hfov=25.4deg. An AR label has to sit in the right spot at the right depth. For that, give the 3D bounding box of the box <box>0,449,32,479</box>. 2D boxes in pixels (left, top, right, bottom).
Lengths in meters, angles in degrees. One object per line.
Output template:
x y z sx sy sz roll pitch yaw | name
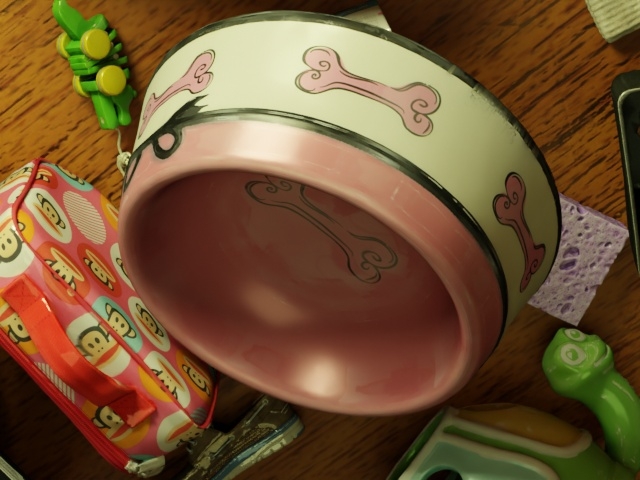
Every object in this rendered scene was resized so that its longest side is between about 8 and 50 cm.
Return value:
-0.457 0.360 1.244 0.472 0.480 0.297 -46 106 -13 | box

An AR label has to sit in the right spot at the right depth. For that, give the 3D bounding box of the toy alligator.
-0.202 -0.151 1.370 0.051 0.056 0.190 -35 114 -33 | toy alligator

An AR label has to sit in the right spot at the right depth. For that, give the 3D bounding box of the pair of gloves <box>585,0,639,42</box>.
0.334 -0.318 1.332 0.204 0.042 0.240 -16 111 3 | pair of gloves

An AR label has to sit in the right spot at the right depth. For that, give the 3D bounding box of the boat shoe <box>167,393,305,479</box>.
-0.110 0.221 1.505 0.183 0.066 0.066 -32 94 -7 | boat shoe

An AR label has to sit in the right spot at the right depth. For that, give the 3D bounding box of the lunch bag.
-0.217 0.075 1.341 0.120 0.258 0.293 -36 107 10 | lunch bag

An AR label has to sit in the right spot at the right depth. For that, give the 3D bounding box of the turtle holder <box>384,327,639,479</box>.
0.199 0.264 1.442 0.227 0.243 0.320 37 115 3 | turtle holder

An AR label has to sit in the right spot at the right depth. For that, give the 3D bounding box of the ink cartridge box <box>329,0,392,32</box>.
0.047 -0.149 1.308 0.061 0.181 0.104 -19 110 3 | ink cartridge box

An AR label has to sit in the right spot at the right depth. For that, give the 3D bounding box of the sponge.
0.197 -0.006 1.448 0.210 0.031 0.117 24 108 -11 | sponge

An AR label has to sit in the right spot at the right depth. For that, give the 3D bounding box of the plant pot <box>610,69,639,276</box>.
0.367 -0.089 1.352 0.187 0.167 0.188 -11 110 2 | plant pot

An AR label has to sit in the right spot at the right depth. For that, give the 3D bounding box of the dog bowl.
0.000 0.000 1.270 0.408 0.150 0.408 16 143 13 | dog bowl
